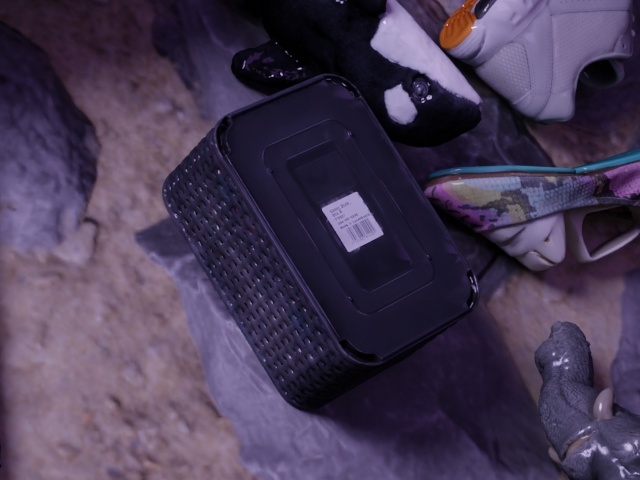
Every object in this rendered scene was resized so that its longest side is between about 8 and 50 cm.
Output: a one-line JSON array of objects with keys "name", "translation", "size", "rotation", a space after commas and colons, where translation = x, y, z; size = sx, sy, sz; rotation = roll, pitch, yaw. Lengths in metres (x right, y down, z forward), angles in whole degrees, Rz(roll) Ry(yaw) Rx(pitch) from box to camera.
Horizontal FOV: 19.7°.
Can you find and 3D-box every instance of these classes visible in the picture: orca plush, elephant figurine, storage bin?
[{"name": "orca plush", "translation": [-0.026, -0.154, 1.226], "size": [0.102, 0.151, 0.287], "rotation": [-42, 94, -7]}, {"name": "elephant figurine", "translation": [0.207, 0.175, 1.169], "size": [0.239, 0.169, 0.186], "rotation": [-47, 123, -54]}, {"name": "storage bin", "translation": [0.000, 0.000, 1.168], "size": [0.122, 0.084, 0.180], "rotation": [-26, 80, -38]}]

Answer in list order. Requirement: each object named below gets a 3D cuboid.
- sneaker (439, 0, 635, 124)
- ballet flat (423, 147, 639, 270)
[{"name": "sneaker", "translation": [0.199, -0.181, 1.387], "size": [0.121, 0.099, 0.262], "rotation": [49, 59, -9]}, {"name": "ballet flat", "translation": [0.172, -0.021, 1.297], "size": [0.222, 0.077, 0.079], "rotation": [-8, 89, -34]}]
